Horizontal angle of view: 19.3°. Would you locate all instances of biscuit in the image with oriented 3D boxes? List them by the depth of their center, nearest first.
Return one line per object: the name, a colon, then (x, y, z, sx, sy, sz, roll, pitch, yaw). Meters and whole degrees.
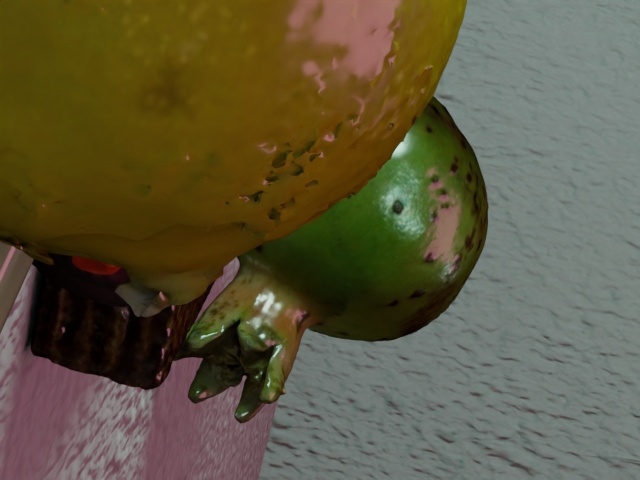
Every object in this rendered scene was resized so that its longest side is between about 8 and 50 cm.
biscuit: (-0.081, -0.025, 0.994, 0.252, 0.070, 0.106, -69, 174, -65)

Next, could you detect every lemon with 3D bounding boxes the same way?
lemon: (-0.046, -0.088, 0.468, 0.173, 0.173, 0.206, -69, 164, -61)

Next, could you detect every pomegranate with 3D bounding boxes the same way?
pomegranate: (0.000, -0.016, 1.453, 0.286, 0.231, 0.231, -35, 149, -38)

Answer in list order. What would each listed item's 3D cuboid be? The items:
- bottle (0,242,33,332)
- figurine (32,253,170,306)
bottle: (-0.132, 0.033, 0.630, 0.045, 0.045, 0.096, 98, 10, -61)
figurine: (-0.063, -0.092, 0.763, 0.138, 0.110, 0.245, 69, 31, -68)
